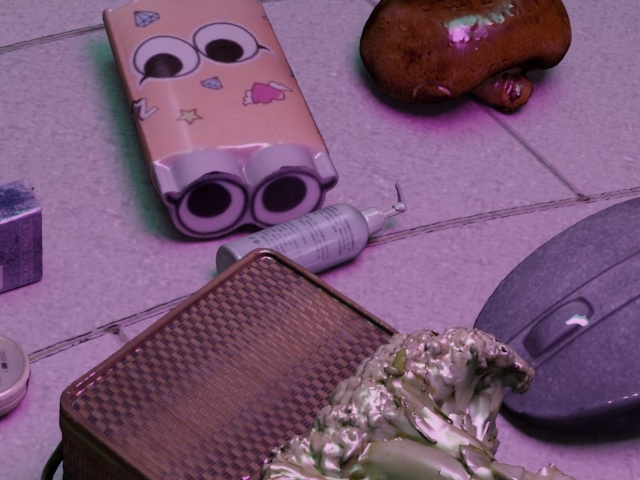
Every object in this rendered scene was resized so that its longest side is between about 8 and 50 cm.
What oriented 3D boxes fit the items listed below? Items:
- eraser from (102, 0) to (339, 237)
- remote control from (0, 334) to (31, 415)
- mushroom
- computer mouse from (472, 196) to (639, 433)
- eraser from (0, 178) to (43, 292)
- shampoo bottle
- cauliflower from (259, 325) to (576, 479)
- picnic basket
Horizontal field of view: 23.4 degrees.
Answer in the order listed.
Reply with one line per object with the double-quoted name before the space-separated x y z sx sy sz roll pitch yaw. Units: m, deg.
"eraser" -0.103 -0.130 1.510 0.171 0.087 0.290 -7 45 -16
"remote control" -0.344 0.119 1.236 0.221 0.042 0.078 -5 44 -17
"mushroom" 0.149 -0.230 1.624 0.231 0.138 0.194 -26 53 -33
"computer mouse" 0.309 0.046 1.349 0.374 0.114 0.203 -20 51 -16
"eraser" -0.338 0.022 1.306 0.213 0.092 0.046 -20 51 -26
"shampoo bottle" 0.000 0.000 1.414 0.195 0.056 0.056 -20 50 -28
"cauliflower" 0.085 0.215 1.044 0.250 0.275 0.272 -8 20 48
"picnic basket" -0.070 0.146 1.185 0.165 0.139 0.267 33 48 23
